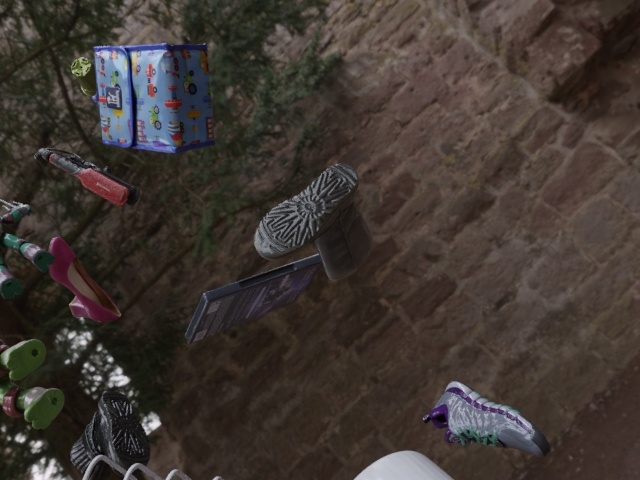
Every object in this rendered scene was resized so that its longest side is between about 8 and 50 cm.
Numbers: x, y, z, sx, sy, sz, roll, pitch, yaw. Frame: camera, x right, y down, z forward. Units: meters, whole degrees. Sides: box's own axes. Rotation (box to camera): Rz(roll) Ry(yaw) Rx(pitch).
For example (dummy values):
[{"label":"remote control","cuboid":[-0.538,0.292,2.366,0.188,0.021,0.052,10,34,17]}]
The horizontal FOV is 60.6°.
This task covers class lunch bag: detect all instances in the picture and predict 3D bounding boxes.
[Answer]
[{"label":"lunch bag","cuboid":[-0.399,-0.324,1.234,0.138,0.293,0.221,-31,-55,-56]}]

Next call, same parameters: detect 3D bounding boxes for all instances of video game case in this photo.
[{"label":"video game case","cuboid":[-0.137,0.121,1.143,0.274,0.026,0.196,-19,-23,-34]}]

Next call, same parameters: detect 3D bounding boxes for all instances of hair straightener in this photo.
[{"label":"hair straightener","cuboid":[-0.450,-0.126,1.063,0.089,0.230,0.047,-23,-45,-76]}]

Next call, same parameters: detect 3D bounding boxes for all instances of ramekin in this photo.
[{"label":"ramekin","cuboid":[0.148,0.527,1.004,0.277,0.135,0.278,-13,-63,-28]}]

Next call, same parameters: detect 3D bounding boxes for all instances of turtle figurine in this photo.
[{"label":"turtle figurine","cuboid":[-0.646,0.003,1.085,0.175,0.234,0.118,-53,-23,-4]},{"label":"turtle figurine","cuboid":[-0.569,0.244,0.861,0.266,0.198,0.274,-7,-18,23]}]

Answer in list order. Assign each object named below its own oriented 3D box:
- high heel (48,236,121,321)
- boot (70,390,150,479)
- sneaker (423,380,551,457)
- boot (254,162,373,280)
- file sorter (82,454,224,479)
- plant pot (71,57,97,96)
[{"label":"high heel","cuboid":[-0.552,0.096,1.289,0.082,0.117,0.244,-77,-12,-58]},{"label":"boot","cuboid":[-0.680,0.691,1.761,0.131,0.348,0.260,24,-78,-38]},{"label":"sneaker","cuboid":[0.265,0.314,0.892,0.098,0.083,0.223,-40,20,-16]},{"label":"boot","cuboid":[0.001,0.002,0.814,0.189,0.076,0.208,-37,-24,-14]},{"label":"file sorter","cuboid":[-0.217,0.447,0.815,0.193,0.277,0.173,78,-160,-51]},{"label":"plant pot","cuboid":[-0.578,-0.413,1.365,0.083,0.083,0.079,-43,-11,-4]}]
